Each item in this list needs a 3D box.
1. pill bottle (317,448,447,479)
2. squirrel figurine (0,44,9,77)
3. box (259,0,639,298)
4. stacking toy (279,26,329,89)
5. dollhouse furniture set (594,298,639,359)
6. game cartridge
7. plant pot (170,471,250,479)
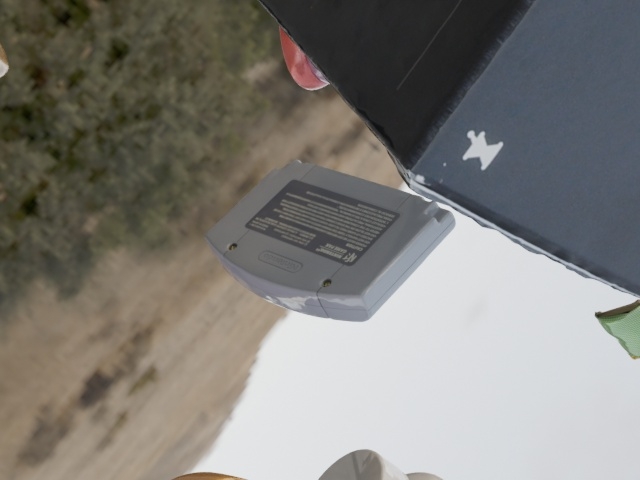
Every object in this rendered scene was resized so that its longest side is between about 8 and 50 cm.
[{"bbox_3d":[0.101,0.285,1.200,0.136,0.246,0.136,-38,-153,24],"label":"pill bottle"},{"bbox_3d":[-0.576,-0.235,1.484,0.370,0.281,0.397,-21,-169,1],"label":"squirrel figurine"},{"bbox_3d":[0.189,-0.298,0.994,0.480,0.297,0.472,-54,-142,16],"label":"box"},{"bbox_3d":[0.078,-0.344,2.018,0.130,0.279,0.309,0,-177,33],"label":"stacking toy"},{"bbox_3d":[0.321,0.093,1.277,0.152,0.076,0.058,-23,-145,49],"label":"dollhouse furniture set"},{"bbox_3d":[0.000,0.000,1.740,0.297,0.062,0.198,20,-119,44],"label":"game cartridge"},{"bbox_3d":[-0.096,0.445,1.786,0.203,0.291,0.291,-9,-142,48],"label":"plant pot"}]
